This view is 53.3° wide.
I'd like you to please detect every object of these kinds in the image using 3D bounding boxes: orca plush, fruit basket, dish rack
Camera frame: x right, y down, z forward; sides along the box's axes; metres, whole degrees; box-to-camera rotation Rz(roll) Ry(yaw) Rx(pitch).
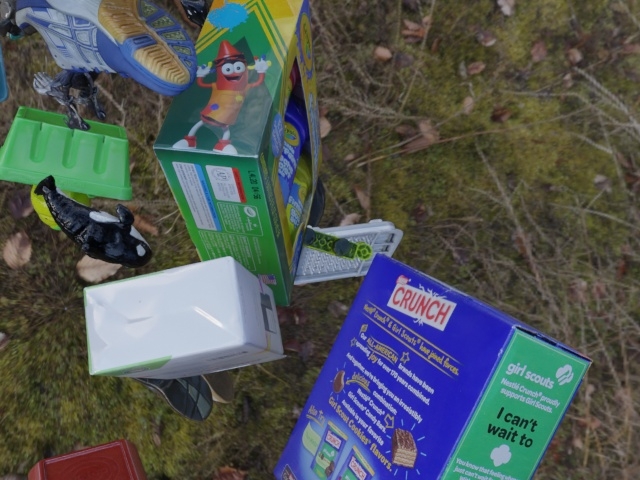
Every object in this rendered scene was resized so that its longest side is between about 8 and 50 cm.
[{"bbox_3d":[-0.492,-0.023,1.381,0.151,0.102,0.287,-30,118,10],"label":"orca plush"},{"bbox_3d":[-0.737,-0.170,1.832,0.392,0.283,0.392,-8,115,-17],"label":"fruit basket"},{"bbox_3d":[0.062,0.028,1.941,0.332,0.285,0.072,-8,62,-17],"label":"dish rack"}]

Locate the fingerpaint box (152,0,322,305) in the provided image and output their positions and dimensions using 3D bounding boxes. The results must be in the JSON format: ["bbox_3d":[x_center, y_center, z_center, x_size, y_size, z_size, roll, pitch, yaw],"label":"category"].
[{"bbox_3d":[-0.109,-0.152,1.138,0.163,0.445,0.371,7,57,8],"label":"fingerpaint box"}]

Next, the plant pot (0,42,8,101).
[{"bbox_3d":[-0.478,-0.230,0.647,0.165,0.234,0.165,-41,145,-51],"label":"plant pot"}]

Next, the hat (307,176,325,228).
[{"bbox_3d":[-0.128,-0.141,1.957,0.331,0.134,0.331,0,90,-10],"label":"hat"}]

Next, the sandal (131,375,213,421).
[{"bbox_3d":[-0.316,0.291,1.302,0.219,0.060,0.090,30,58,-4],"label":"sandal"}]

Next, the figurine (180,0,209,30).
[{"bbox_3d":[-0.246,-0.574,1.647,0.209,0.092,0.215,54,46,-30],"label":"figurine"}]

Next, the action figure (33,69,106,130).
[{"bbox_3d":[-0.561,-0.367,1.446,0.141,0.276,0.164,38,63,5],"label":"action figure"}]

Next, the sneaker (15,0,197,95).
[{"bbox_3d":[-0.286,-0.266,0.849,0.296,0.131,0.112,41,35,14],"label":"sneaker"}]

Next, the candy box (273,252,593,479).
[{"bbox_3d":[0.101,0.203,0.715,0.122,0.268,0.317,23,94,-27],"label":"candy box"}]

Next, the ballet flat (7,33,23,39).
[{"bbox_3d":[-0.751,-0.601,1.664,0.188,0.070,0.070,-42,100,-10],"label":"ballet flat"}]

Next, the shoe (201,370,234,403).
[{"bbox_3d":[-0.282,0.310,1.506,0.219,0.058,0.076,54,37,-30],"label":"shoe"}]

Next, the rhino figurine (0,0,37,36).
[{"bbox_3d":[-0.531,-0.475,1.107,0.073,0.106,0.243,6,101,16],"label":"rhino figurine"}]

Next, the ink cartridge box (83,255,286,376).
[{"bbox_3d":[-0.178,0.132,0.962,0.207,0.353,0.119,-12,76,3],"label":"ink cartridge box"}]

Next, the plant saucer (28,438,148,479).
[{"bbox_3d":[-0.544,0.564,1.497,0.258,0.259,0.048,-9,110,-24],"label":"plant saucer"}]

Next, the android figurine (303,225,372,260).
[{"bbox_3d":[0.000,0.000,1.539,0.248,0.273,0.056,17,90,-2],"label":"android figurine"}]
